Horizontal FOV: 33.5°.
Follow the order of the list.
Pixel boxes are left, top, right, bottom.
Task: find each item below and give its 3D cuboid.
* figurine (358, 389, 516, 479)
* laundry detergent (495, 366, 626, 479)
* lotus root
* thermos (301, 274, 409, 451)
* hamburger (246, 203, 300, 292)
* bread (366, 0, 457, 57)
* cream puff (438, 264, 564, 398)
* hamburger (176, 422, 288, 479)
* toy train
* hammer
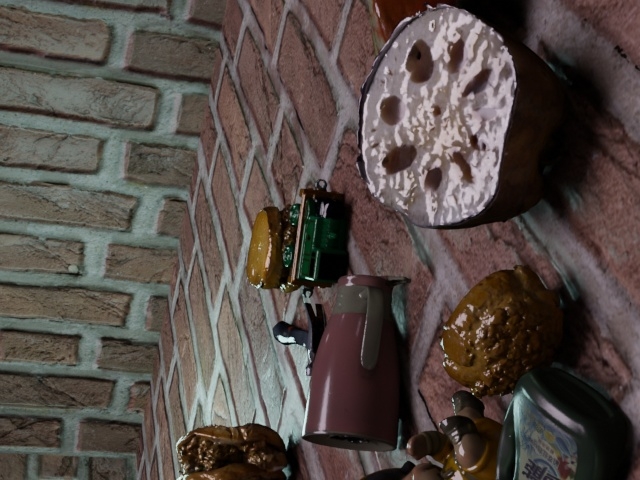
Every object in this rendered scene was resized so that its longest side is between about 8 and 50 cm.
[{"bbox_3d":[0.141,0.323,1.288,0.257,0.167,0.192,-49,18,25],"label":"figurine"},{"bbox_3d":[0.237,0.254,1.122,0.144,0.078,0.221,42,127,47],"label":"laundry detergent"},{"bbox_3d":[0.186,-0.132,1.255,0.272,0.192,0.272,-11,76,53],"label":"lotus root"},{"bbox_3d":[0.061,0.181,1.637,0.176,0.146,0.265,127,151,-71],"label":"thermos"},{"bbox_3d":[-0.077,0.012,2.184,0.182,0.118,0.191,-120,36,-58],"label":"hamburger"},{"bbox_3d":[0.124,-0.304,1.461,0.327,0.114,0.295,-95,-7,-53],"label":"bread"},{"bbox_3d":[0.207,0.109,1.184,0.150,0.165,0.115,-46,65,3],"label":"cream puff"},{"bbox_3d":[-0.194,0.494,2.159,0.245,0.261,0.211,137,133,-55],"label":"hamburger"},{"bbox_3d":[0.000,0.000,1.993,0.136,0.091,0.227,17,99,62],"label":"toy train"},{"bbox_3d":[-0.047,0.189,2.157,0.290,0.037,0.137,-177,92,-73],"label":"hammer"}]
